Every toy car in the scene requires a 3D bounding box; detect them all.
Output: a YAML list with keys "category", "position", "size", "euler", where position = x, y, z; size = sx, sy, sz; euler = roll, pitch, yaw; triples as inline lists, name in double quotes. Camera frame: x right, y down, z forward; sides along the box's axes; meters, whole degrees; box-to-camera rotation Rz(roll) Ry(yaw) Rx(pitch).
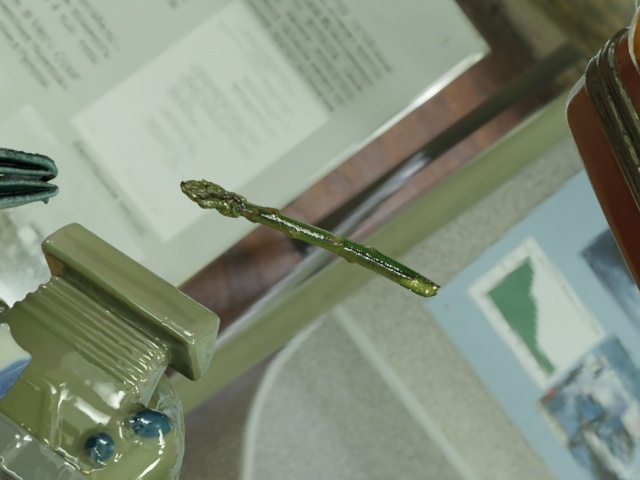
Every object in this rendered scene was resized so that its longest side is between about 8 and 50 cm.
- category: "toy car"
  position: [-0.200, 0.176, 1.178]
  size: [0.242, 0.336, 0.226]
  euler: [31, 65, 20]

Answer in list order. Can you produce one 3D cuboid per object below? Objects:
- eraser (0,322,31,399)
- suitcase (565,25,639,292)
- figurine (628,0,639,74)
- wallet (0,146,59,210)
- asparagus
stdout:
- category: "eraser"
  position: [-0.192, 0.083, 0.704]
  size: [0.027, 0.084, 0.063]
  euler: [51, 40, 9]
- category: "suitcase"
  position: [0.334, -0.059, 0.922]
  size: [0.297, 0.161, 0.236]
  euler: [-13, 72, -28]
- category: "figurine"
  position: [0.220, -0.033, 0.253]
  size: [0.205, 0.224, 0.382]
  euler: [22, 12, -25]
- category: "wallet"
  position: [-0.358, -0.022, 0.955]
  size: [0.290, 0.251, 0.054]
  euler: [-13, 95, -70]
- category: "asparagus"
  position: [0.000, 0.000, 0.663]
  size: [0.166, 0.013, 0.016]
  euler: [24, 72, -37]
